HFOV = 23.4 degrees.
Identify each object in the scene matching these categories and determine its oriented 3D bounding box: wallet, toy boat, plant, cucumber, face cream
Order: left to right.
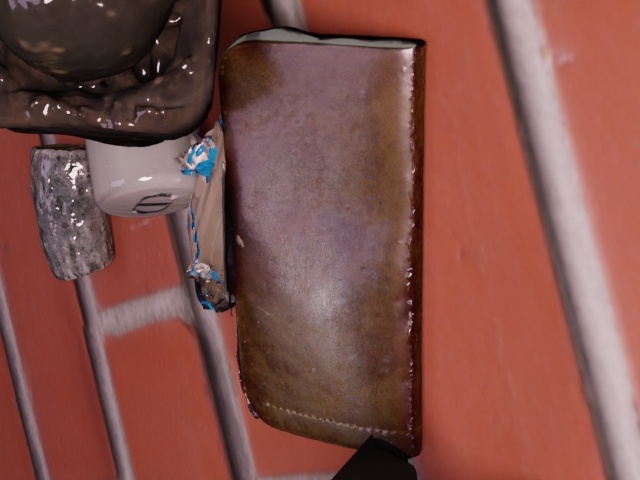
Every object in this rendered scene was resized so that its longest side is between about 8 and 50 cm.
[{"bbox_3d":[-0.201,-0.024,1.252,0.064,0.064,0.112,14,112,55],"label":"cucumber"},{"bbox_3d":[-0.125,-0.134,0.904,0.256,0.141,0.164,66,-152,-78],"label":"plant"},{"bbox_3d":[-0.139,-0.174,1.097,0.143,0.089,0.314,-34,60,57],"label":"face cream"},{"bbox_3d":[-0.059,-0.011,1.034,0.084,0.066,0.210,48,147,20],"label":"toy boat"},{"bbox_3d":[0.000,0.000,0.923,0.137,0.031,0.255,9,110,27],"label":"wallet"}]

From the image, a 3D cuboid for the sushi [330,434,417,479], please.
[{"bbox_3d":[0.062,0.226,0.849,0.172,0.153,0.150,33,150,22],"label":"sushi"}]
